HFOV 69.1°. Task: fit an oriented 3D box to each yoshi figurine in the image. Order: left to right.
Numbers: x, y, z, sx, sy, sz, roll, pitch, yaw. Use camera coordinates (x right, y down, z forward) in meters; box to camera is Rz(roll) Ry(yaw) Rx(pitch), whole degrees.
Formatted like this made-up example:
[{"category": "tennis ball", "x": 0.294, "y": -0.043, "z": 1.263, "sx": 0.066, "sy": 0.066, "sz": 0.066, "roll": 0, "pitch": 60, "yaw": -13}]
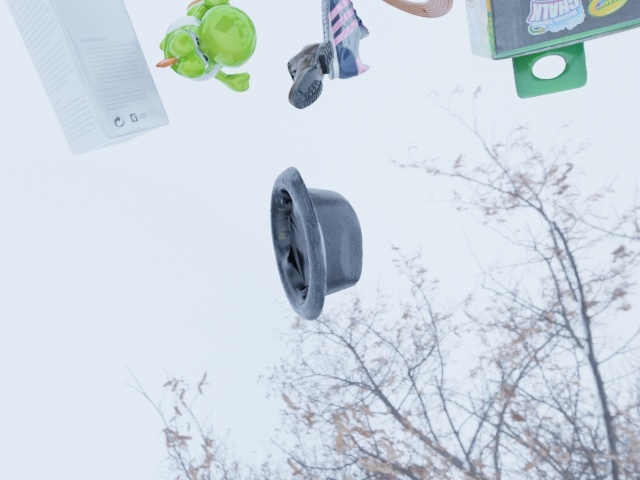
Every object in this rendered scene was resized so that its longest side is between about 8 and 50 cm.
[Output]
[{"category": "yoshi figurine", "x": -0.207, "y": -0.417, "z": 0.959, "sx": 0.204, "sy": 0.203, "sz": 0.362, "roll": 29, "pitch": -155, "yaw": -21}]

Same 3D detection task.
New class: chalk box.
[{"category": "chalk box", "x": 0.289, "y": -0.341, "z": 0.606, "sx": 0.179, "sy": 0.180, "sz": 0.288, "roll": -73, "pitch": -28, "yaw": -64}]

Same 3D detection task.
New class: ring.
[{"category": "ring", "x": 0.183, "y": -0.665, "z": 1.152, "sx": 0.337, "sy": 0.336, "sz": 0.032, "roll": 28, "pitch": -83, "yaw": -20}]

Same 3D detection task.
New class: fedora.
[{"category": "fedora", "x": 0.000, "y": 0.000, "z": 1.019, "sx": 0.153, "sy": 0.334, "sz": 0.333, "roll": -8, "pitch": -100, "yaw": -21}]

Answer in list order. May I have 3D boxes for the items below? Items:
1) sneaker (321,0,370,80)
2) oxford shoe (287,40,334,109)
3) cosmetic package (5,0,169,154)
[{"category": "sneaker", "x": 0.074, "y": -0.631, "z": 1.337, "sx": 0.131, "sy": 0.112, "sz": 0.318, "roll": -6, "pitch": -71, "yaw": -8}, {"category": "oxford shoe", "x": -0.041, "y": -0.394, "z": 1.119, "sx": 0.096, "sy": 0.082, "sz": 0.227, "roll": 7, "pitch": -128, "yaw": 19}, {"category": "cosmetic package", "x": -0.544, "y": -0.447, "z": 1.058, "sx": 0.161, "sy": 0.230, "sz": 0.453, "roll": -32, "pitch": -69, "yaw": -43}]
